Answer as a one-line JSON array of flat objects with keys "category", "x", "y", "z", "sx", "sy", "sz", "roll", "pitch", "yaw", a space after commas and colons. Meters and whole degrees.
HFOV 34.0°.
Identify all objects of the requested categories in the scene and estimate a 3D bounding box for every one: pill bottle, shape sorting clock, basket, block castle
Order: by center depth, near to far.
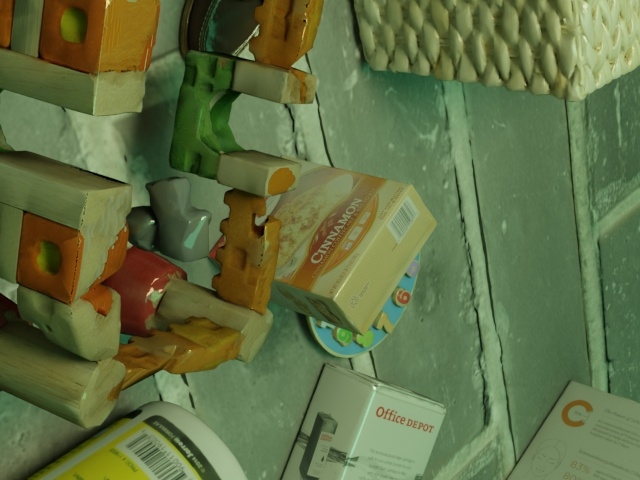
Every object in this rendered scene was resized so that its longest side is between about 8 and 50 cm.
[{"category": "block castle", "x": -0.165, "y": -0.102, "z": 0.840, "sx": 0.303, "sy": 0.212, "sz": 0.453, "roll": -16, "pitch": 121, "yaw": -60}, {"category": "pill bottle", "x": -0.227, "y": 0.300, "z": 0.919, "sx": 0.334, "sy": 0.188, "sz": 0.188, "roll": -31, "pitch": 122, "yaw": -35}, {"category": "basket", "x": 0.210, "y": -0.350, "z": 1.070, "sx": 0.266, "sy": 0.328, "sz": 0.331, "roll": -31, "pitch": 123, "yaw": -33}, {"category": "shape sorting clock", "x": 0.055, "y": 0.040, "z": 1.235, "sx": 0.206, "sy": 0.040, "sz": 0.206, "roll": -16, "pitch": 113, "yaw": -42}]

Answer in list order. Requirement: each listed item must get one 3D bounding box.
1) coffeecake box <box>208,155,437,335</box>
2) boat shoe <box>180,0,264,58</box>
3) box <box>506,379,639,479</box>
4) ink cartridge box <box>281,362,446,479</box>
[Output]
[{"category": "coffeecake box", "x": 0.000, "y": 0.000, "z": 1.061, "sx": 0.142, "sy": 0.185, "sz": 0.068, "roll": -55, "pitch": 134, "yaw": -19}, {"category": "boat shoe", "x": -0.065, "y": -0.256, "z": 1.002, "sx": 0.073, "sy": 0.073, "sz": 0.207, "roll": 29, "pitch": 82, "yaw": -47}, {"category": "box", "x": 0.404, "y": 0.418, "z": 1.579, "sx": 0.345, "sy": 0.215, "sz": 0.168, "roll": -51, "pitch": 132, "yaw": -22}, {"category": "ink cartridge box", "x": 0.044, "y": 0.273, "z": 1.257, "sx": 0.158, "sy": 0.092, "sz": 0.218, "roll": 26, "pitch": 85, "yaw": -46}]
